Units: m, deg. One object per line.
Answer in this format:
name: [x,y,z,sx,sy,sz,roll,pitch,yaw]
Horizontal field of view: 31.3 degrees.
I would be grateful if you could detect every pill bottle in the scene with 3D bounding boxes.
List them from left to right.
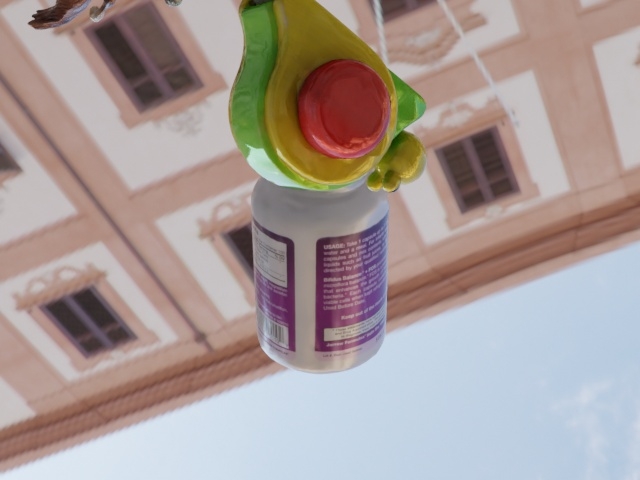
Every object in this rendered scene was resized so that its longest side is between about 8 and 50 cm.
pill bottle: [0.000,0.000,1.404,0.169,0.301,0.169,0,-149,0]

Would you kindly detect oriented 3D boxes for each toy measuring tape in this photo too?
toy measuring tape: [-0.051,-0.123,0.789,0.121,0.330,0.121,-37,-147,29]

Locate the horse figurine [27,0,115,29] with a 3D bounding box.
horse figurine: [-0.167,-0.296,1.004,0.174,0.066,0.263,-18,-132,65]

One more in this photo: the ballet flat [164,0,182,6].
ballet flat: [-0.207,-0.389,1.659,0.041,0.041,0.114,-11,-133,19]
